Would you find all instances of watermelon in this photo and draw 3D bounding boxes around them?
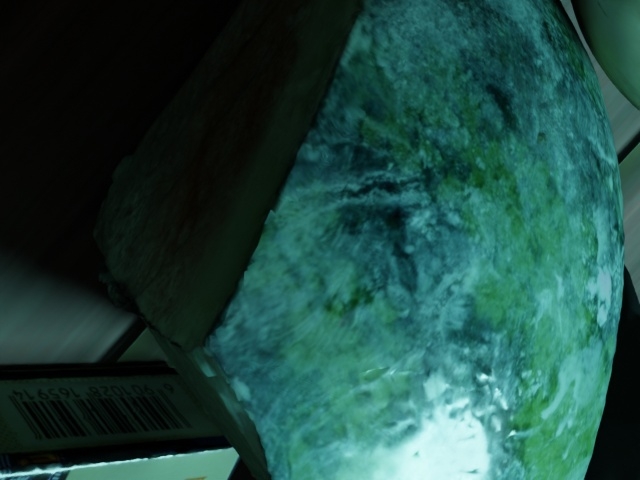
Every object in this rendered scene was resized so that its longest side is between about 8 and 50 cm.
[{"bbox_3d":[0.000,0.000,0.680,0.228,0.258,0.387,28,60,-36],"label":"watermelon"}]

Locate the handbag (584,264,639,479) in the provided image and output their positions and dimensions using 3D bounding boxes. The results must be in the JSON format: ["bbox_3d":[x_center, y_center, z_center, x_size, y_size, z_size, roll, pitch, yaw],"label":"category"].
[{"bbox_3d":[0.089,0.135,0.850,0.178,0.275,0.301,-5,136,-17],"label":"handbag"}]

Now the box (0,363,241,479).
[{"bbox_3d":[-0.208,0.164,0.706,0.310,0.084,0.198,2,122,-44],"label":"box"}]

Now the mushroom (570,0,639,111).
[{"bbox_3d":[0.235,-0.172,0.675,0.234,0.260,0.253,-13,103,7],"label":"mushroom"}]
